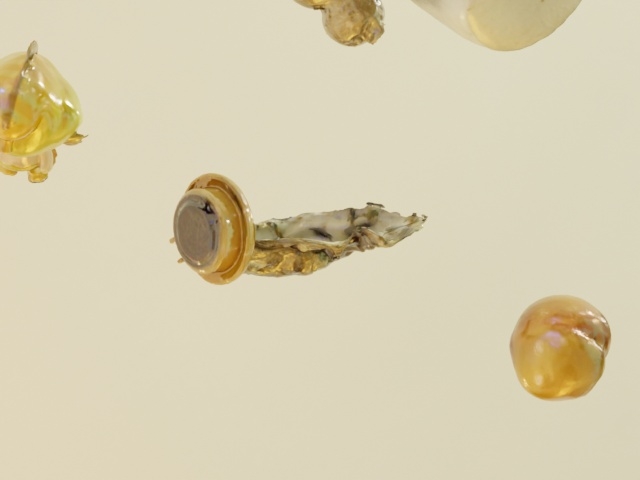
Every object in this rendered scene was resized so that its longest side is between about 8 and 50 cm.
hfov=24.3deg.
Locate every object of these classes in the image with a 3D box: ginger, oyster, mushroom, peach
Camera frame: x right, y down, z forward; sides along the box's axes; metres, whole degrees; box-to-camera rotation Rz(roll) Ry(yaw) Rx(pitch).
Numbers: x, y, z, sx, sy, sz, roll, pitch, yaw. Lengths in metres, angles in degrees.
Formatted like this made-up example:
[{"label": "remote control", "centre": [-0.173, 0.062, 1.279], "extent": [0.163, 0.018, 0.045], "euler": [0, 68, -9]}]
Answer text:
[{"label": "ginger", "centre": [-0.006, -0.307, 1.702], "extent": [0.080, 0.104, 0.204], "euler": [-38, -65, 13]}, {"label": "oyster", "centre": [-0.002, 0.005, 1.996], "extent": [0.166, 0.294, 0.094], "euler": [-17, -76, -64]}, {"label": "mushroom", "centre": [0.154, -0.328, 1.641], "extent": [0.177, 0.397, 0.126], "euler": [-38, -58, -3]}, {"label": "peach", "centre": [0.309, 0.136, 1.905], "extent": [0.138, 0.138, 0.138], "euler": [-26, -44, -28]}]

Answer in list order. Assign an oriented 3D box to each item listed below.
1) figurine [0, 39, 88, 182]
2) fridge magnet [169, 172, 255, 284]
[{"label": "figurine", "centre": [-0.346, -0.140, 1.730], "extent": [0.246, 0.156, 0.131], "euler": [123, 160, -66]}, {"label": "fridge magnet", "centre": [-0.136, -0.014, 1.869], "extent": [0.063, 0.143, 0.143], "euler": [-9, -53, -41]}]
